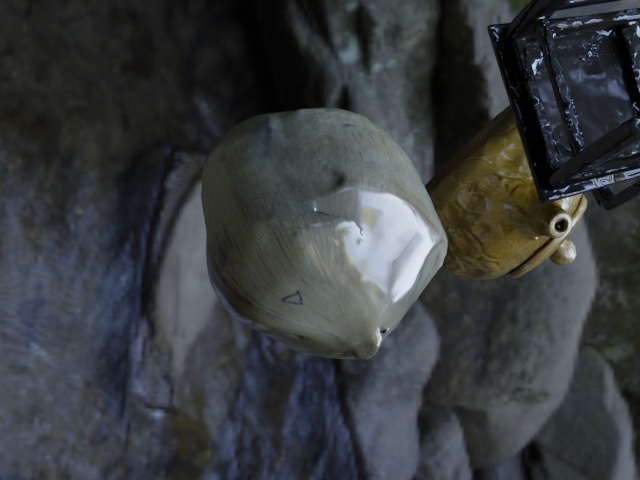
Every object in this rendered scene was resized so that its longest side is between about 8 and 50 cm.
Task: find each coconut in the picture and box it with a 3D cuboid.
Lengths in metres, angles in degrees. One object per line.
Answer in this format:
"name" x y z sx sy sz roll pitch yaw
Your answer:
"coconut" 0.000 0.000 1.041 0.224 0.224 0.224 0 90 -61

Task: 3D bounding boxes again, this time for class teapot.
"teapot" 0.208 -0.035 1.343 0.167 0.203 0.311 44 1 -3

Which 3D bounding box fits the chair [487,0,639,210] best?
"chair" 0.128 -0.061 0.585 0.212 0.102 0.084 139 -61 -71
